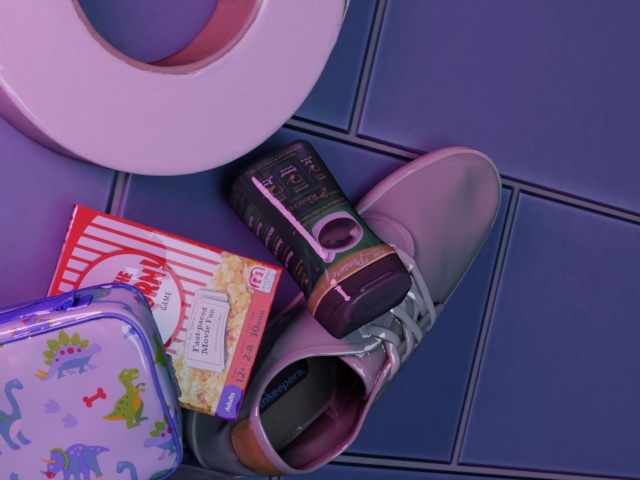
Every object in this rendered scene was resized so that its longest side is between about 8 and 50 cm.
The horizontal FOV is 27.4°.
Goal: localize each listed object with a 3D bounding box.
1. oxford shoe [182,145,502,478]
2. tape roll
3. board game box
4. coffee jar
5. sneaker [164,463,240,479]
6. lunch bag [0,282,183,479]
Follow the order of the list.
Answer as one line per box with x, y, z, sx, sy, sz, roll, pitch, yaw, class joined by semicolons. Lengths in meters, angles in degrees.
0.053;0.076;1.320;0.449;0.130;0.169;-45;120;-24;oxford shoe
-0.145;-0.250;1.147;0.392;0.072;0.392;-7;102;-36;tape roll
-0.148;0.065;1.173;0.194;0.045;0.146;17;88;-13;board game box
0.000;0.000;1.234;0.096;0.079;0.184;-28;70;-26;coffee jar
-0.203;0.295;1.186;0.296;0.104;0.146;-7;104;-28;sneaker
-0.230;0.133;1.090;0.219;0.090;0.176;-16;111;0;lunch bag
